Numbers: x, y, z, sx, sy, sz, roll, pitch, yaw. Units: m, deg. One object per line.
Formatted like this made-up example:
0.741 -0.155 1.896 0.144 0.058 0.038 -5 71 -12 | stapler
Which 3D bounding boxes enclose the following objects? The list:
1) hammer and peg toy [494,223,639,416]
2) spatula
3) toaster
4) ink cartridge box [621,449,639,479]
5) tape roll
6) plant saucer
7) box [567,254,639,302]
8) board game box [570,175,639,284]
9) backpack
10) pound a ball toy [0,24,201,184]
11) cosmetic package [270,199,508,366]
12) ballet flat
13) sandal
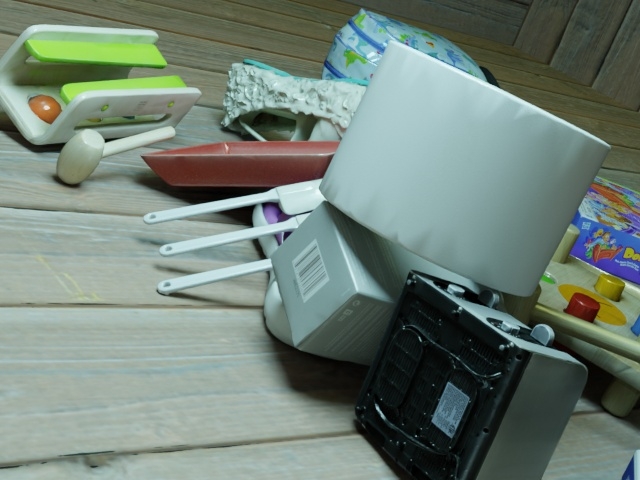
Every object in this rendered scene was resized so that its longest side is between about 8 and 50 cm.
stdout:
0.321 0.104 1.290 0.266 0.127 0.361 32 22 20 | hammer and peg toy
-0.073 -0.009 1.186 0.242 0.019 0.168 -12 42 -10 | spatula
0.129 0.141 0.958 0.110 0.185 0.168 12 15 -38 | toaster
0.387 0.300 0.969 0.224 0.045 0.223 24 19 10 | ink cartridge box
0.142 -0.074 1.057 0.246 0.169 0.246 24 11 -5 | tape roll
-0.069 -0.105 1.426 0.259 0.047 0.259 2 10 20 | plant saucer
0.449 0.089 1.515 0.201 0.021 0.164 30 -4 22 | box
0.540 -0.024 1.909 0.233 0.078 0.347 21 20 -2 | board game box
0.174 -0.305 2.077 0.356 0.273 0.290 4 30 -11 | backpack
-0.296 -0.169 1.425 0.208 0.136 0.319 53 28 10 | pound a ball toy
0.079 0.060 1.088 0.238 0.107 0.127 22 36 -37 | cosmetic package
-0.003 -0.180 1.624 0.147 0.146 0.409 0 14 -45 | ballet flat
0.014 0.004 1.265 0.169 0.102 0.416 17 24 -14 | sandal
